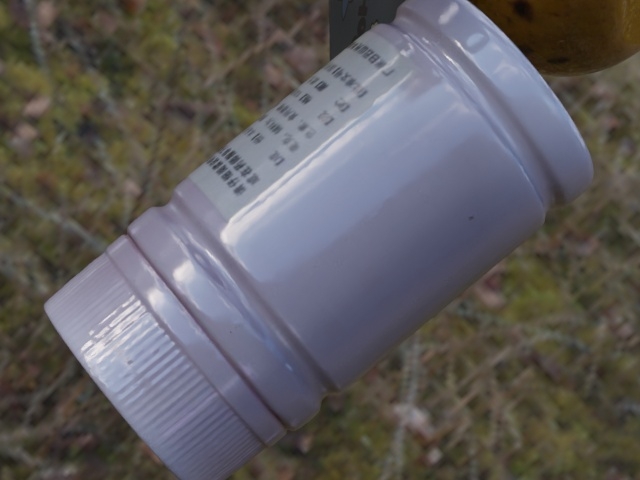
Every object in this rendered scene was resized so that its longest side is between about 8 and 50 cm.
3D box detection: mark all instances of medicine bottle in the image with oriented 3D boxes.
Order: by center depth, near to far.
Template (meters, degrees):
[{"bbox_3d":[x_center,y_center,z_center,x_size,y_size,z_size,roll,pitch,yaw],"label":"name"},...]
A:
[{"bbox_3d":[0.000,0.000,0.884,0.133,0.250,0.133,49,-4,5],"label":"medicine bottle"}]

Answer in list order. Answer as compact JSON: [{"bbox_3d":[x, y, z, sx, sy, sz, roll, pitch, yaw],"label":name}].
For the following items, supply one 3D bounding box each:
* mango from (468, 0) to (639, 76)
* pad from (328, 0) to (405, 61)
[{"bbox_3d":[0.155,-0.247,1.177,0.191,0.290,0.160,32,47,26],"label":"mango"},{"bbox_3d":[0.030,-0.203,1.180,0.006,0.170,0.245,3,78,-17],"label":"pad"}]
